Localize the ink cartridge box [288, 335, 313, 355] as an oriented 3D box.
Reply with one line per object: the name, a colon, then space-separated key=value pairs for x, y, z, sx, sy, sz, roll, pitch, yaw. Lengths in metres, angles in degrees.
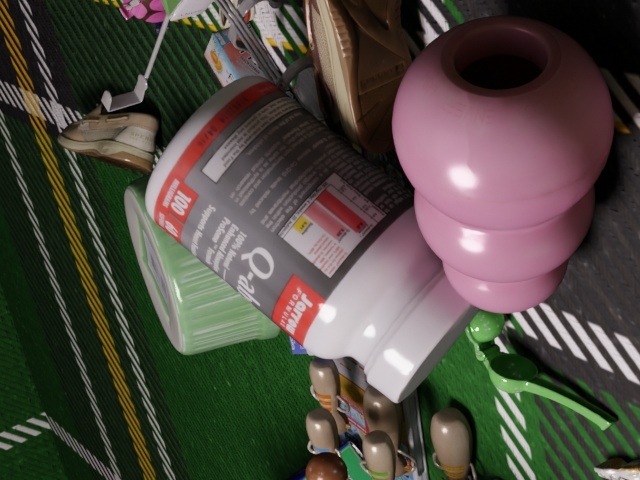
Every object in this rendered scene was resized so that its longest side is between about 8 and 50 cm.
ink cartridge box: x=0.030 y=0.056 z=1.946 sx=0.311 sy=0.065 sz=0.185 roll=-13 pitch=89 yaw=62

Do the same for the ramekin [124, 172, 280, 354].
ramekin: x=-0.181 y=0.023 z=2.186 sx=0.303 sy=0.148 sz=0.303 roll=161 pitch=90 yaw=-76

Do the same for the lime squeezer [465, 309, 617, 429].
lime squeezer: x=0.209 y=0.106 z=1.680 sx=0.310 sy=0.059 sz=0.110 roll=58 pitch=155 yaw=17

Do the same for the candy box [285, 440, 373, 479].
candy box: x=-0.071 y=0.450 z=2.200 sx=0.122 sy=0.317 sz=0.268 roll=52 pitch=161 yaw=5

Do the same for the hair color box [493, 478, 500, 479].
hair color box: x=0.133 y=0.442 z=1.754 sx=0.185 sy=0.374 sz=0.113 roll=21 pitch=131 yaw=57

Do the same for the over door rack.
over door rack: x=-0.130 y=-0.201 z=1.872 sx=0.239 sy=0.108 sz=0.324 roll=57 pitch=133 yaw=21

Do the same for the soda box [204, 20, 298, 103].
soda box: x=-0.084 y=-0.200 z=1.971 sx=0.183 sy=0.058 sz=0.063 roll=59 pitch=154 yaw=11

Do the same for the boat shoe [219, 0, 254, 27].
boat shoe: x=-0.119 y=-0.345 z=1.926 sx=0.049 sy=0.043 sz=0.137 roll=36 pitch=141 yaw=50

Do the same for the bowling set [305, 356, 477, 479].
bowling set: x=0.047 y=0.292 z=1.945 sx=0.287 sy=0.200 sz=0.154 roll=22 pitch=135 yaw=39

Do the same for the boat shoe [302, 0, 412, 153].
boat shoe: x=0.023 y=-0.267 z=1.609 sx=0.123 sy=0.123 sz=0.342 roll=24 pitch=131 yaw=51

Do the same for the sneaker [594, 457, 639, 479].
sneaker: x=0.331 y=0.260 z=1.609 sx=0.083 sy=0.032 sz=0.037 roll=-7 pitch=106 yaw=65

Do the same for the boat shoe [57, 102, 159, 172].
boat shoe: x=-0.352 y=-0.181 z=2.487 sx=0.302 sy=0.109 sz=0.098 roll=14 pitch=85 yaw=60

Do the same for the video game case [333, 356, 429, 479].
video game case: x=0.077 y=0.233 z=2.092 sx=0.204 sy=0.025 sz=0.285 roll=32 pitch=140 yaw=49

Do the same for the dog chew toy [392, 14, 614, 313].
dog chew toy: x=0.178 y=-0.056 z=1.439 sx=0.206 sy=0.207 sz=0.332 roll=45 pitch=157 yaw=36

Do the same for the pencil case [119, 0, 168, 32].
pencil case: x=-0.216 y=-0.379 z=2.020 sx=0.095 sy=0.098 sz=0.209 roll=59 pitch=154 yaw=13

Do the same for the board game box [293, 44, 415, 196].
board game box: x=0.062 y=-0.140 z=1.758 sx=0.243 sy=0.042 sz=0.165 roll=57 pitch=154 yaw=18

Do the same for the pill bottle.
pill bottle: x=0.000 y=0.000 z=1.643 sx=0.363 sy=0.210 sz=0.210 roll=39 pitch=149 yaw=12

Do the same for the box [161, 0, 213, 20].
box: x=-0.170 y=-0.446 z=1.695 sx=0.232 sy=0.058 sz=0.322 roll=-33 pitch=74 yaw=61
